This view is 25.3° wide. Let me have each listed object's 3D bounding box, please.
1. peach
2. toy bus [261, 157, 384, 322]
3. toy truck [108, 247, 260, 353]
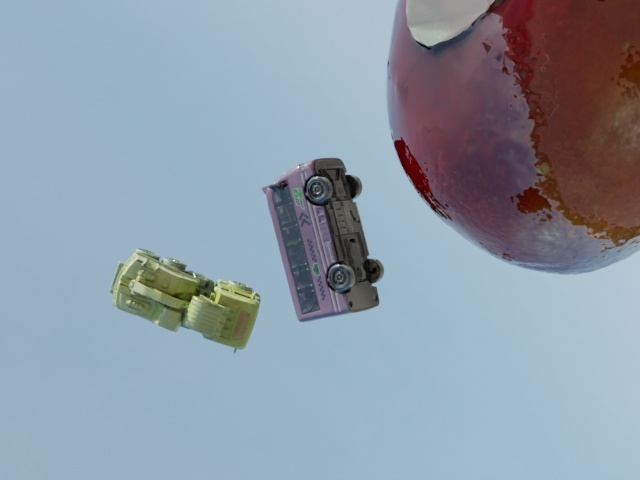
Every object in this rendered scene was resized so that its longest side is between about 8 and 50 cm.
[{"bbox_3d":[0.221,-0.180,1.383,0.310,0.335,0.406,17,-84,-44],"label":"peach"},{"bbox_3d":[0.000,0.000,1.619,0.087,0.098,0.178,-9,-96,-59],"label":"toy bus"},{"bbox_3d":[-0.170,0.077,1.798,0.116,0.191,0.085,-132,62,-80],"label":"toy truck"}]
